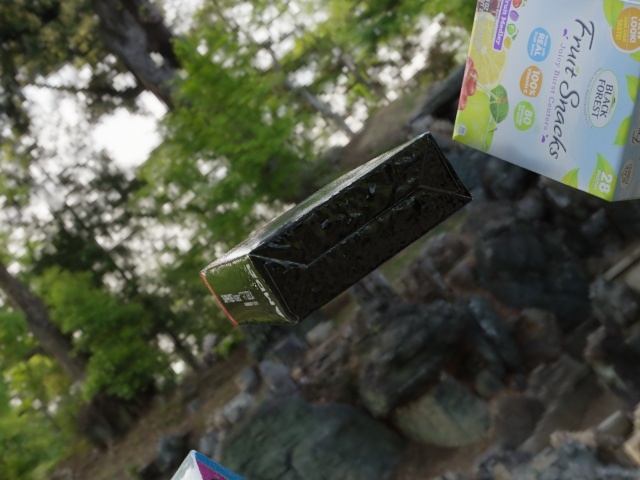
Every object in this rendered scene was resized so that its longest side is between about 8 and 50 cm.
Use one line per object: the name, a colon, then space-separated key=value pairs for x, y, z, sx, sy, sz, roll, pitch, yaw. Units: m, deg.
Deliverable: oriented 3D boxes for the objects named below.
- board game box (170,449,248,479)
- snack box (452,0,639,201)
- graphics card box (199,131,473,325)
board game box: x=-0.005 y=0.289 z=0.778 sx=0.097 sy=0.224 sz=0.303 roll=-56 pitch=19 yaw=1
snack box: x=0.229 y=-0.150 z=1.042 sx=0.070 sy=0.207 sz=0.174 roll=-8 pitch=-66 yaw=-39
graphics card box: x=0.000 y=0.000 z=1.265 sx=0.233 sy=0.094 sz=0.371 roll=-34 pitch=5 yaw=-13
